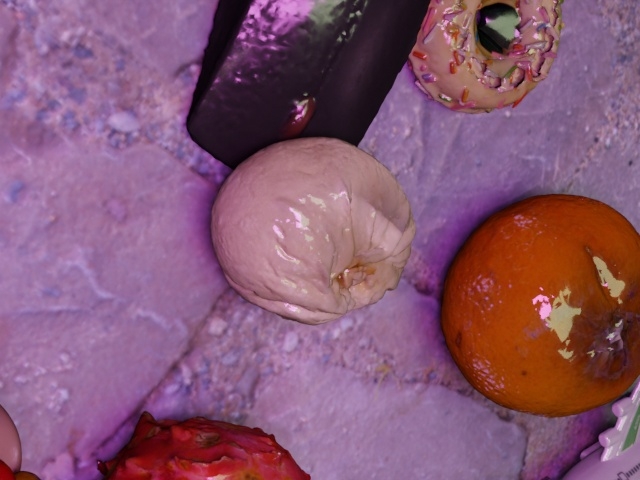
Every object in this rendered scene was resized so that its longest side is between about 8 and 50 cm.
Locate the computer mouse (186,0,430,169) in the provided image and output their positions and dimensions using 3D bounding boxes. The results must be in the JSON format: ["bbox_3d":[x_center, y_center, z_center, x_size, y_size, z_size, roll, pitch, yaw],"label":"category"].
[{"bbox_3d":[0.003,-0.179,0.973,0.168,0.087,0.295,17,94,-33],"label":"computer mouse"}]

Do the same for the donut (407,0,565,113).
[{"bbox_3d":[0.154,-0.199,1.075,0.175,0.068,0.174,-7,103,-32],"label":"donut"}]

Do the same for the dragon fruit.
[{"bbox_3d":[-0.110,0.268,0.927,0.268,0.205,0.210,-54,129,-14],"label":"dragon fruit"}]

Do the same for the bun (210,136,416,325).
[{"bbox_3d":[0.000,0.000,0.977,0.164,0.111,0.188,-43,135,-1],"label":"bun"}]

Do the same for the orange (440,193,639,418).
[{"bbox_3d":[0.226,0.062,1.113,0.224,0.170,0.224,-9,106,-31],"label":"orange"}]

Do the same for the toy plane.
[{"bbox_3d":[0.339,0.240,1.263,0.255,0.101,0.251,-20,110,-23],"label":"toy plane"}]

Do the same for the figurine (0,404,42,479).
[{"bbox_3d":[-0.276,0.156,0.745,0.186,0.287,0.176,35,81,-18],"label":"figurine"}]
